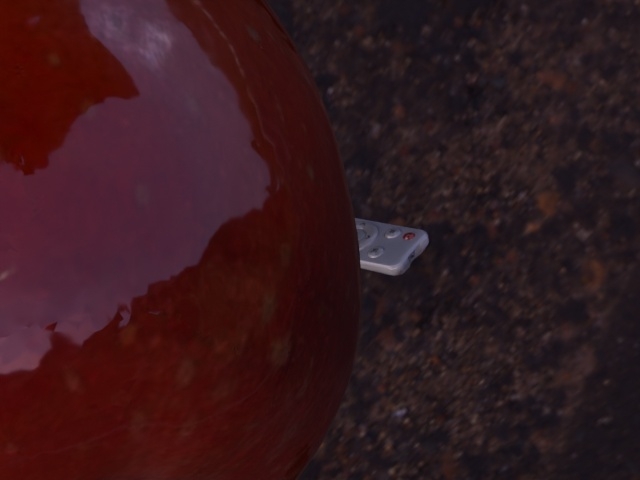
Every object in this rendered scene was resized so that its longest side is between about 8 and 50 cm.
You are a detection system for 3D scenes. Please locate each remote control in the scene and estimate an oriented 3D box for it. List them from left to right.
[{"bbox_3d":[0.000,0.000,1.140,0.184,0.027,0.050,11,44,37],"label":"remote control"}]

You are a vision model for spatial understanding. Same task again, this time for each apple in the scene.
[{"bbox_3d":[-0.121,0.009,0.444,0.260,0.260,0.216,-19,62,-21],"label":"apple"}]
